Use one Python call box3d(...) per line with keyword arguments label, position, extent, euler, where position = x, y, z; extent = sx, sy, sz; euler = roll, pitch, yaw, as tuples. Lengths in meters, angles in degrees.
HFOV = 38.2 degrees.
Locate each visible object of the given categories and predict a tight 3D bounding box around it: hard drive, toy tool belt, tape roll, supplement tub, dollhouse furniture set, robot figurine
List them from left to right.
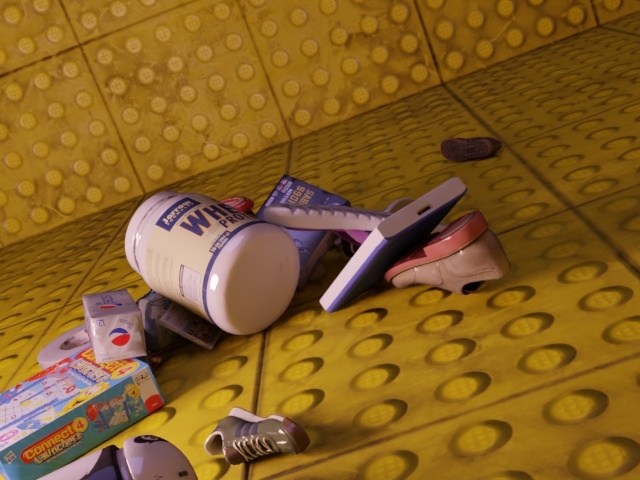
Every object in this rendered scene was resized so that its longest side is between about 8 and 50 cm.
box3d(label="tape roll", position=(-0.512, 0.244, 2.052), extent=(0.219, 0.072, 0.219), euler=(-20, 17, 6))
box3d(label="robot figurine", position=(-0.288, 0.361, 1.187), extent=(0.278, 0.174, 0.209), euler=(-24, 24, -9))
box3d(label="toy tool belt", position=(-0.357, 0.259, 1.868), extent=(0.083, 0.051, 0.052), euler=(-3, -6, 28))
box3d(label="supplement tub", position=(-0.229, 0.037, 1.916), extent=(0.325, 0.235, 0.235), euler=(23, 42, 38))
box3d(label="dollhouse furniture set", position=(0.000, 0.000, 2.144), extent=(0.161, 0.101, 0.182), euler=(-25, 16, -14))
box3d(label="hard drive", position=(0.132, 0.015, 1.743), extent=(0.210, 0.040, 0.319), euler=(-31, -13, -30))

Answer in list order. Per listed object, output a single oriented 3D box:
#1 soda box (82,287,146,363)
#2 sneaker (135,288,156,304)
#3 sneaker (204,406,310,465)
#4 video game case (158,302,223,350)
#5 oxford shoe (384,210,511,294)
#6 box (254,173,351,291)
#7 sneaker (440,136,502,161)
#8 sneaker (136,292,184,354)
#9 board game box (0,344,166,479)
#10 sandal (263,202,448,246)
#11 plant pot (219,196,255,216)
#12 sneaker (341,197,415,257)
box3d(label="soda box", position=(-0.416, 0.166, 1.847), extent=(0.098, 0.091, 0.286), euler=(-8, 8, -17))
box3d(label="sneaker", position=(-0.376, 0.132, 2.211), extent=(0.232, 0.090, 0.081), euler=(-6, 22, 43))
box3d(label="sneaker", position=(-0.101, 0.302, 1.364), extent=(0.086, 0.064, 0.192), euler=(-40, 23, -31))
box3d(label="video game case", position=(-0.267, 0.177, 1.913), extent=(0.011, 0.122, 0.087), euler=(-62, 0, 23))
box3d(label="oxford shoe", position=(0.220, 0.057, 1.671), extent=(0.123, 0.130, 0.348), euler=(-39, 2, -20))
box3d(label="box", position=(-0.064, -0.020, 2.068), extent=(0.183, 0.056, 0.231), euler=(24, 69, 27))
box3d(label="sneaker", position=(0.416, -0.252, 2.548), extent=(0.071, 0.066, 0.188), euler=(-12, 13, -37))
box3d(label="sneaker", position=(-0.323, 0.165, 1.988), extent=(0.122, 0.110, 0.283), euler=(-3, 13, 0))
box3d(label="board game box", position=(-0.490, 0.319, 1.747), extent=(0.302, 0.086, 0.308), euler=(-30, 18, -27))
box3d(label="sandal", position=(0.082, -0.013, 1.961), extent=(0.416, 0.102, 0.169), euler=(7, 8, -6))
box3d(label="plant pot", position=(-0.229, -0.007, 2.327), extent=(0.191, 0.174, 0.191), euler=(-19, 13, 5))
box3d(label="sneaker", position=(0.125, -0.035, 2.139), extent=(0.121, 0.079, 0.217), euler=(-4, 25, 43))
